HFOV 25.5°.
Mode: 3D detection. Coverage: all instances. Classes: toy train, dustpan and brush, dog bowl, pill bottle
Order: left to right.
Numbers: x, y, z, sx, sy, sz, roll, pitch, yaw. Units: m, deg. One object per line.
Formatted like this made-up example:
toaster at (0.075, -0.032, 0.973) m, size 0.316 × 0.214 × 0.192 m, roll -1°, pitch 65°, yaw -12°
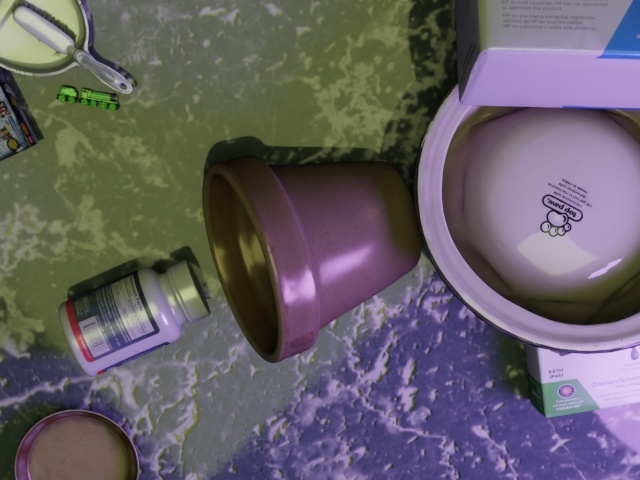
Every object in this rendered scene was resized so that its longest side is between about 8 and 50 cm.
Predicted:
dustpan and brush at (-0.330, -0.254, 1.822) m, size 0.211 × 0.060 × 0.147 m, roll 34°, pitch 96°, yaw -8°
toy train at (-0.305, -0.187, 1.858) m, size 0.083 × 0.017 × 0.024 m, roll 9°, pitch 88°, yaw -6°
pill bottle at (-0.243, 0.097, 1.863) m, size 0.180 × 0.108 × 0.108 m, roll -23°, pitch 100°, yaw 0°
dog bowl at (0.315, -0.049, 1.805) m, size 0.407 × 0.150 × 0.408 m, roll 0°, pitch 78°, yaw -2°

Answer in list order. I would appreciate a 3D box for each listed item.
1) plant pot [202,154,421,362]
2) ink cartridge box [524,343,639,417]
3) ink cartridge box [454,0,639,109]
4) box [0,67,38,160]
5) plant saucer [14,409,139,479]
plant pot at (0.000, 0.000, 1.811) m, size 0.229 × 0.263 × 0.263 m, roll -17°, pitch 101°, yaw -17°
ink cartridge box at (0.355, 0.120, 1.922) m, size 0.153 × 0.087 × 0.209 m, roll -9°, pitch 99°, yaw -3°
ink cartridge box at (0.311, -0.371, 1.722) m, size 0.285 × 0.166 × 0.395 m, roll 1°, pitch 72°, yaw -5°
box at (-0.438, -0.168, 1.832) m, size 0.094 × 0.027 × 0.137 m, roll -22°, pitch 101°, yaw 20°
plant saucer at (-0.332, 0.309, 1.932) m, size 0.168 × 0.029 × 0.169 m, roll -1°, pitch 99°, yaw -5°
